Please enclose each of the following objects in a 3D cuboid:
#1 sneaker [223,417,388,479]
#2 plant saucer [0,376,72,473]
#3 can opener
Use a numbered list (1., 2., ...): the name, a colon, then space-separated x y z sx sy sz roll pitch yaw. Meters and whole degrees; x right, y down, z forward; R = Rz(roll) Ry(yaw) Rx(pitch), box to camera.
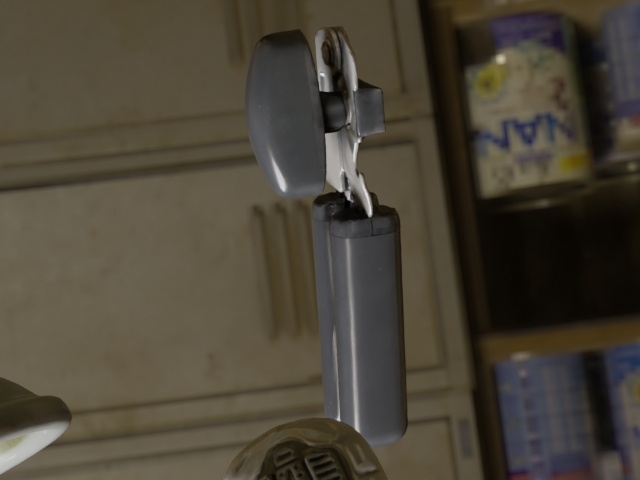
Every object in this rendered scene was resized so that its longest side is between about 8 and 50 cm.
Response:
1. sneaker: 0.033 0.189 0.762 0.090 0.232 0.115 -21 146 11
2. plant saucer: -0.360 0.161 1.190 0.400 0.100 0.400 -26 174 -3
3. can opener: 0.000 0.000 1.200 0.095 0.283 0.076 -8 -162 -16
